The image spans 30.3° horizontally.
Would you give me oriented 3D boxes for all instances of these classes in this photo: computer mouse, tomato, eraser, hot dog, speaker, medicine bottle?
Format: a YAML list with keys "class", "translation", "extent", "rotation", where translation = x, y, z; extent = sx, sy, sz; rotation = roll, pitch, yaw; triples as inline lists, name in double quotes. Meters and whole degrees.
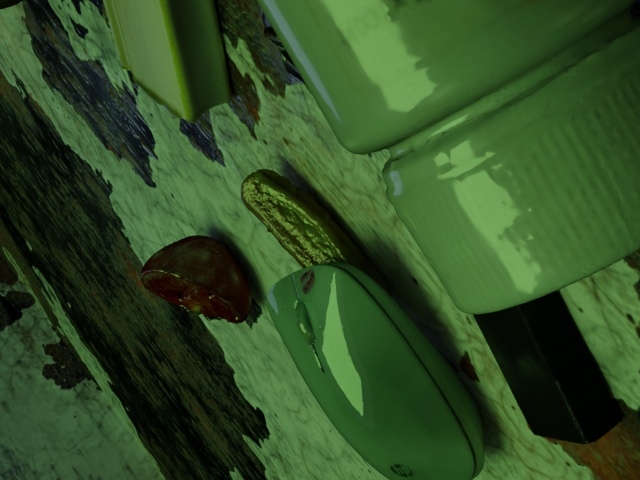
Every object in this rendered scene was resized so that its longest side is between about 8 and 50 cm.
- class: "computer mouse"
  translation: [0.052, 0.154, 1.222]
  extent: [0.288, 0.097, 0.159]
  rotation: [49, 141, -14]
- class: "tomato"
  translation: [-0.158, 0.046, 1.613]
  extent: [0.159, 0.091, 0.139]
  rotation: [22, 159, 11]
- class: "eraser"
  translation: [-0.177, -0.251, 1.273]
  extent: [0.158, 0.069, 0.226]
  rotation: [38, 151, 34]
- class: "hot dog"
  translation: [0.000, 0.000, 1.271]
  extent: [0.215, 0.047, 0.066]
  rotation: [44, 125, 18]
- class: "speaker"
  translation: [0.174, 0.069, 1.006]
  extent: [0.218, 0.044, 0.082]
  rotation: [62, 157, -11]
- class: "medicine bottle"
  translation: [0.072, -0.160, 0.691]
  extent: [0.371, 0.211, 0.211]
  rotation: [59, 158, -5]

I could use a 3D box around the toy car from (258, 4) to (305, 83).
- class: "toy car"
  translation: [-0.024, -0.195, 1.048]
  extent: [0.069, 0.055, 0.142]
  rotation: [31, 145, 54]

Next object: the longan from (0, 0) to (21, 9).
- class: "longan"
  translation: [-0.435, -0.392, 1.425]
  extent: [0.248, 0.248, 0.248]
  rotation: [45, 155, 27]
